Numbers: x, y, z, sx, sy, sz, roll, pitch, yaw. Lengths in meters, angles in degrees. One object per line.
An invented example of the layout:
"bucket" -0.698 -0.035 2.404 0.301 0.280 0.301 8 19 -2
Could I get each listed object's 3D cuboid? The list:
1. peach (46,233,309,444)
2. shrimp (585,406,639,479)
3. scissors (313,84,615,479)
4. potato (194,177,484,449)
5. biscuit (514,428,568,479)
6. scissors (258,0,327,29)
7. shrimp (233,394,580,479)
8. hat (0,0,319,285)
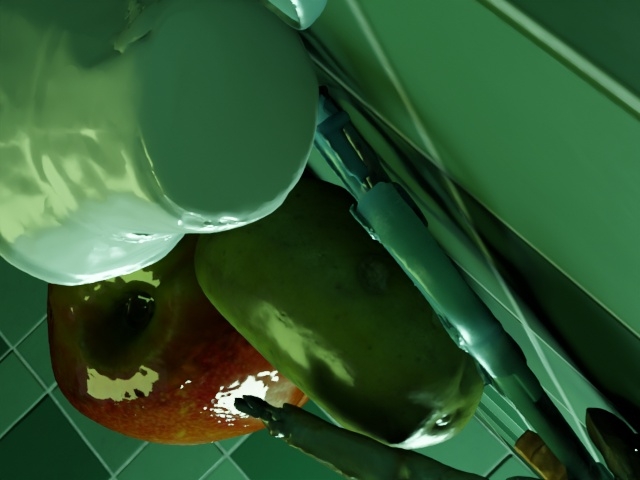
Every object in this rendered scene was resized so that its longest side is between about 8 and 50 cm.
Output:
"peach" -0.116 0.060 1.289 0.290 0.373 0.372 40 176 19
"shrimp" 0.229 0.183 0.720 0.219 0.046 0.152 54 -175 21
"scissors" 0.100 0.062 0.741 0.393 0.032 0.180 50 -174 -37
"potato" 0.020 0.052 0.932 0.228 0.148 0.197 39 162 33
"biscuit" 0.318 0.307 1.425 0.284 0.043 0.306 46 180 -34
"scissors" -0.053 -0.145 0.326 0.191 0.029 0.360 47 178 -7
"shrimp" 0.097 0.168 0.819 0.287 0.068 0.185 21 166 38
"hat" -0.081 -0.067 0.623 0.126 0.203 0.203 12 153 46
